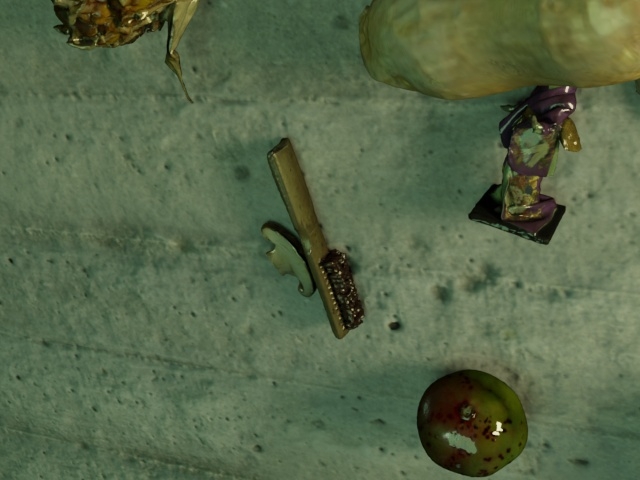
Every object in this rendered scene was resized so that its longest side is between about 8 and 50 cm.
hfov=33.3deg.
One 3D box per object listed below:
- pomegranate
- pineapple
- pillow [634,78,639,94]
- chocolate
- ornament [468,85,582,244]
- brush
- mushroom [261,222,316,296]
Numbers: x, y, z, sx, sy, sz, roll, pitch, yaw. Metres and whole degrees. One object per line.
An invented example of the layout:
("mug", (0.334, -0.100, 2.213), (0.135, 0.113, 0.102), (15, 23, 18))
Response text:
("pomegranate", (0.167, 0.209, 1.195), (0.130, 0.130, 0.130), (15, 129, 20))
("pineapple", (-0.173, -0.268, 1.014), (0.158, 0.161, 0.334), (30, 130, 4))
("pillow", (0.289, -0.191, 0.886), (0.130, 0.038, 0.233), (-17, 114, 45))
("chocolate", (0.159, -0.186, 0.884), (0.309, 0.134, 0.134), (-1, 123, 44))
("ornament", (0.199, -0.098, 0.976), (0.088, 0.081, 0.203), (21, 130, 14))
("brush", (0.000, 0.000, 1.190), (0.036, 0.043, 0.248), (-7, 118, 25))
("mushroom", (-0.035, 0.021, 1.239), (0.049, 0.019, 0.101), (-21, 108, 38))
